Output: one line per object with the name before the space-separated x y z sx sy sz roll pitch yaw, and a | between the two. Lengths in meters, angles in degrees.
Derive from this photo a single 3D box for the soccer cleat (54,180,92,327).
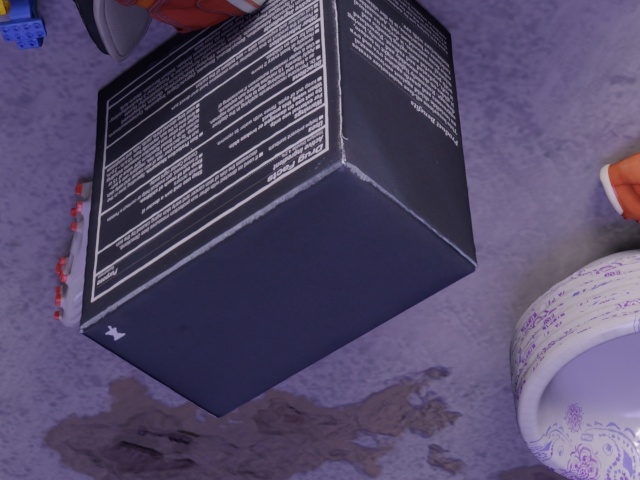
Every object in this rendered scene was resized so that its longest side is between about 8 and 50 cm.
soccer cleat | -0.219 0.020 1.747 0.076 0.068 0.196 8 133 -14

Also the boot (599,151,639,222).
boot | 0.336 -0.034 1.720 0.085 0.059 0.158 -16 136 32

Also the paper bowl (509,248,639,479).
paper bowl | 0.336 0.119 1.808 0.284 0.148 0.284 0 137 0

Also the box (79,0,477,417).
box | -0.040 -0.054 1.508 0.296 0.294 0.183 -31 129 28

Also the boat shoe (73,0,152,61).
boat shoe | -0.193 -0.246 1.474 0.079 0.084 0.233 25 152 25

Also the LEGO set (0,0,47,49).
LEGO set | -0.289 -0.205 1.485 0.087 0.093 0.227 -7 136 5

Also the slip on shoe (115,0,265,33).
slip on shoe | -0.138 -0.227 1.360 0.101 0.123 0.331 -28 167 13
